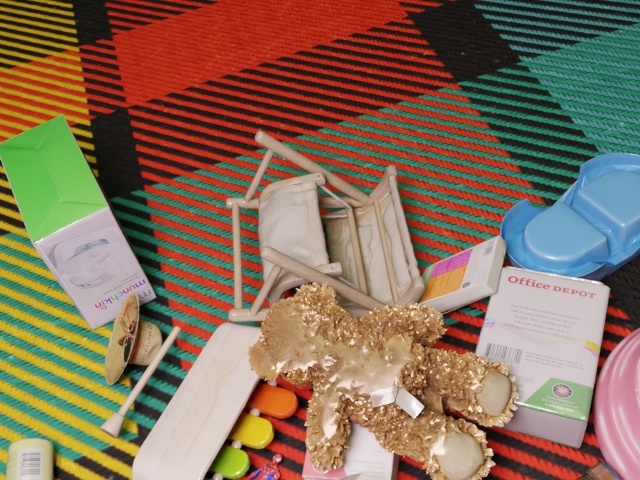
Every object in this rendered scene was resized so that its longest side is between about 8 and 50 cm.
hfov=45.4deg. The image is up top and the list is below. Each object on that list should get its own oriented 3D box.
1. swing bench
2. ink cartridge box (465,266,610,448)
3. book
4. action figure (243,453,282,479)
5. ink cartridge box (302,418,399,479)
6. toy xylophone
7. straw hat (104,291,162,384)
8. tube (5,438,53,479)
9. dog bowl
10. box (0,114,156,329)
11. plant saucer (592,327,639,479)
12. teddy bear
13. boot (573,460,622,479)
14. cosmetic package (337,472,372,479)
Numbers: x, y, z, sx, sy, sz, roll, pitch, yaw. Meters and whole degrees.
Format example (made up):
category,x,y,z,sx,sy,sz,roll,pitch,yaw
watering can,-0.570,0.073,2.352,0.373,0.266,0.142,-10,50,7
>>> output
category,x,y,z,sx,sy,sz,roll,pitch,yaw
swing bench,0.000,0.000,1.169,0.254,0.165,0.253,13,44,-20
ink cartridge box,0.295,0.151,1.037,0.154,0.093,0.212,10,55,20
book,0.202,0.054,1.124,0.144,0.035,0.096,-28,29,45
action figure,-0.087,0.330,1.011,0.038,0.030,0.115,20,55,33
ink cartridge box,0.051,0.241,1.030,0.115,0.067,0.198,0,50,13
toy xylophone,-0.158,0.231,1.071,0.236,0.081,0.323,15,55,38
straw hat,-0.277,0.156,1.175,0.061,0.144,0.145,19,42,-28
tube,-0.391,0.387,1.014,0.070,0.062,0.240,-44,44,34
dog bowl,0.413,-0.021,1.171,0.297,0.074,0.166,-30,50,-13
box,-0.399,-0.027,1.249,0.126,0.231,0.262,-28,50,-11
plant saucer,0.511,0.213,0.933,0.331,0.084,0.332,-4,47,5
teddy bear,0.078,0.181,0.968,0.337,0.113,0.245,6,70,16
boot,0.346,0.364,0.862,0.106,0.082,0.219,-32,40,-2
cosmetic package,-0.018,0.410,0.823,0.129,0.153,0.296,43,64,7
